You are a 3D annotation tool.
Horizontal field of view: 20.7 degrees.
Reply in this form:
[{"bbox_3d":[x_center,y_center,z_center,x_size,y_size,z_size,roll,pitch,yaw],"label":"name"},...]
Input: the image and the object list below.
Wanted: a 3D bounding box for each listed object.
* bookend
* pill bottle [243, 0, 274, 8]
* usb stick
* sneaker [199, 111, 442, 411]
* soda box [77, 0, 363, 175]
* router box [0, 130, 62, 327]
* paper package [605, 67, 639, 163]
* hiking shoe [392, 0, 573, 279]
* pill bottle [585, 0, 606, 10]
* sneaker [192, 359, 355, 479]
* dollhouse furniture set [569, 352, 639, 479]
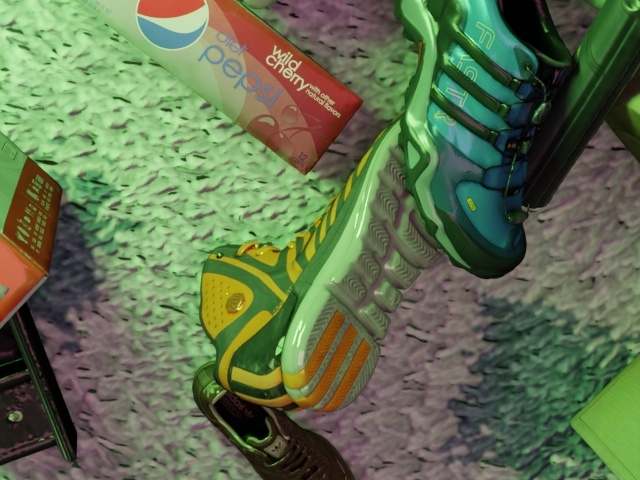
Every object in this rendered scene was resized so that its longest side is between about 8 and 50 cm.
[{"bbox_3d":[-0.310,0.135,1.516,0.157,0.072,0.156,-19,104,-3],"label":"bookend"},{"bbox_3d":[0.014,-0.373,1.383,0.361,0.204,0.204,-42,104,4],"label":"pill bottle"},{"bbox_3d":[0.219,-0.125,1.446,0.045,0.278,0.077,13,55,-9],"label":"usb stick"},{"bbox_3d":[0.000,0.000,1.504,0.124,0.180,0.321,54,57,-32],"label":"sneaker"},{"bbox_3d":[-0.094,-0.169,1.469,0.263,0.092,0.083,37,94,-13],"label":"soda box"},{"bbox_3d":[-0.338,-0.079,1.331,0.301,0.335,0.082,43,95,-14],"label":"router box"},{"bbox_3d":[0.411,-0.150,1.427,0.325,0.309,0.168,-41,106,3],"label":"paper package"},{"bbox_3d":[0.140,-0.115,1.422,0.113,0.132,0.304,-21,106,-49],"label":"hiking shoe"},{"bbox_3d":[0.324,-0.341,1.444,0.318,0.176,0.176,-32,104,0],"label":"pill bottle"},{"bbox_3d":[-0.042,0.186,1.561,0.188,0.071,0.066,41,94,-13],"label":"sneaker"},{"bbox_3d":[0.438,0.273,1.547,0.362,0.256,0.394,-44,103,3],"label":"dollhouse furniture set"}]
